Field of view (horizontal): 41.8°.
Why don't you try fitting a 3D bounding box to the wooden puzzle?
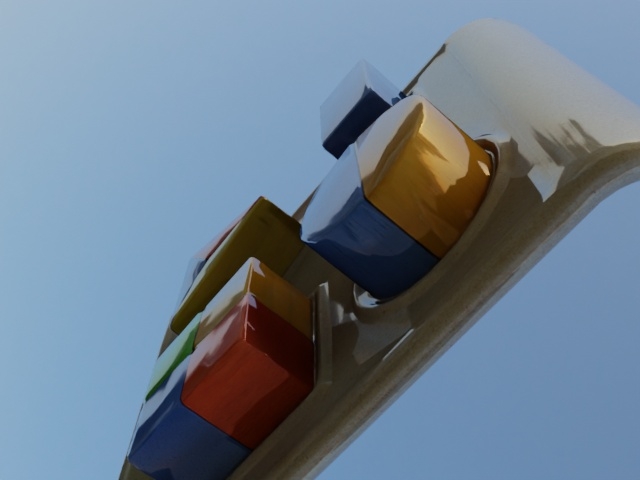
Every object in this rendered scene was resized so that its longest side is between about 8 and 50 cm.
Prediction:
[{"bbox_3d":[0.000,0.000,0.497,0.348,0.080,0.322,-43,-163,16],"label":"wooden puzzle"}]
